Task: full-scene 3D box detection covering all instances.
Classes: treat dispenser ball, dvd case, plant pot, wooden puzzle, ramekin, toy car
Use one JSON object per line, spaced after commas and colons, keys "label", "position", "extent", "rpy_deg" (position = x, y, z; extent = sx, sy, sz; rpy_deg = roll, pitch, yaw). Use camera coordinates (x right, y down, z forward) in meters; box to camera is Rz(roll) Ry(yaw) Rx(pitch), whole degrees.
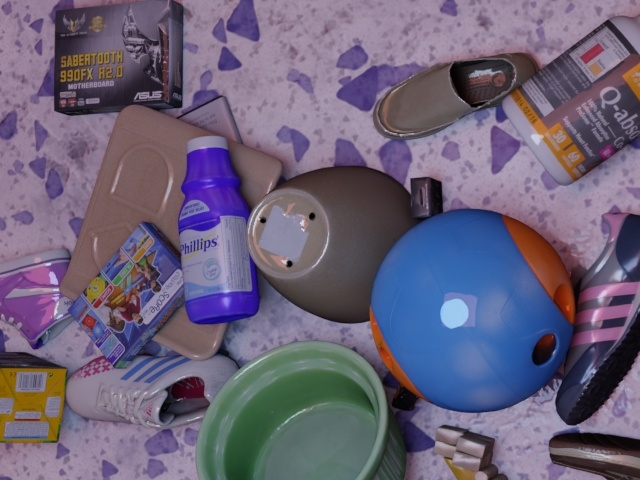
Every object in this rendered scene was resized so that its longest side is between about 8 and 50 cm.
{"label": "treat dispenser ball", "position": [0.213, 0.099, 1.541], "extent": [0.288, 0.288, 0.288], "rpy_deg": [-1, 86, 20]}
{"label": "dvd case", "position": [-0.198, -0.095, 1.846], "extent": [0.180, 0.022, 0.253], "rpy_deg": [-24, 79, 17]}
{"label": "plant pot", "position": [0.000, 0.000, 1.634], "extent": [0.256, 0.274, 0.256], "rpy_deg": [-1, 87, 20]}
{"label": "wooden puzzle", "position": [-0.243, -0.017, 1.809], "extent": [0.322, 0.080, 0.348], "rpy_deg": [23, 94, 23]}
{"label": "ramekin", "position": [-0.019, 0.314, 1.628], "extent": [0.303, 0.148, 0.303], "rpy_deg": [-15, 48, 17]}
{"label": "toy car", "position": [0.172, 0.236, 1.693], "extent": [0.122, 0.060, 0.040], "rpy_deg": [3, 43, 4]}

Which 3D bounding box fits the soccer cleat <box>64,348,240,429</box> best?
{"label": "soccer cleat", "position": [-0.291, 0.250, 1.782], "extent": [0.331, 0.143, 0.116], "rpy_deg": [-11, 112, 19]}

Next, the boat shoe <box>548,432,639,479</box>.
{"label": "boat shoe", "position": [0.450, 0.335, 1.546], "extent": [0.257, 0.095, 0.095], "rpy_deg": [5, 94, 20]}

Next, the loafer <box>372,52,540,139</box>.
{"label": "loafer", "position": [0.198, -0.230, 1.672], "extent": [0.268, 0.092, 0.102], "rpy_deg": [-19, 80, 18]}

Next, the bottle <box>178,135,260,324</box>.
{"label": "bottle", "position": [-0.161, -0.017, 1.674], "extent": [0.118, 0.092, 0.283], "rpy_deg": [-14, 77, 39]}

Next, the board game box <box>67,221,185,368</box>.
{"label": "board game box", "position": [-0.301, 0.088, 1.759], "extent": [0.201, 0.035, 0.136], "rpy_deg": [-48, 69, 12]}

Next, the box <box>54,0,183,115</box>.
{"label": "box", "position": [-0.351, -0.316, 1.898], "extent": [0.231, 0.056, 0.183], "rpy_deg": [-1, 87, 20]}

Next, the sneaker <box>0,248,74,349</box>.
{"label": "sneaker", "position": [-0.558, 0.123, 1.925], "extent": [0.282, 0.102, 0.161], "rpy_deg": [-15, 85, 19]}

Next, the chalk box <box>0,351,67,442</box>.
{"label": "chalk box", "position": [-0.547, 0.262, 1.875], "extent": [0.213, 0.132, 0.132], "rpy_deg": [6, 89, 50]}

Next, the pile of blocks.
{"label": "pile of blocks", "position": [0.264, 0.433, 1.596], "extent": [0.149, 0.112, 0.362], "rpy_deg": [-42, 74, 13]}

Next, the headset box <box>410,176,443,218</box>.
{"label": "headset box", "position": [0.163, -0.064, 1.679], "extent": [0.032, 0.083, 0.062], "rpy_deg": [-4, 84, 20]}

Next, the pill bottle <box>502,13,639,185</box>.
{"label": "pill bottle", "position": [0.412, -0.217, 1.557], "extent": [0.278, 0.162, 0.162], "rpy_deg": [-37, 75, 15]}

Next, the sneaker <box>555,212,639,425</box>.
{"label": "sneaker", "position": [0.404, 0.109, 1.583], "extent": [0.131, 0.112, 0.319], "rpy_deg": [31, 95, 36]}
